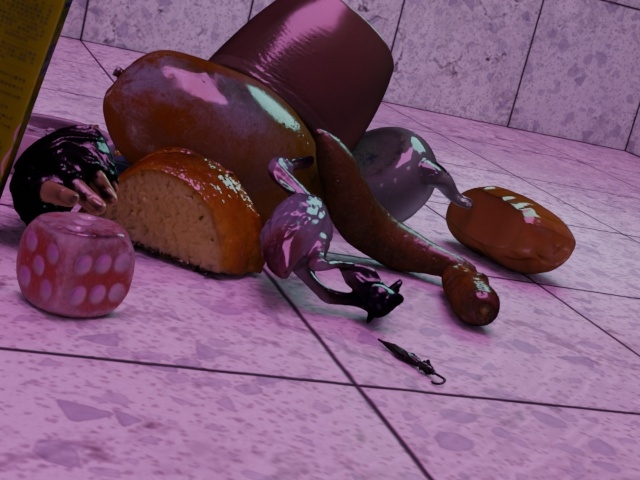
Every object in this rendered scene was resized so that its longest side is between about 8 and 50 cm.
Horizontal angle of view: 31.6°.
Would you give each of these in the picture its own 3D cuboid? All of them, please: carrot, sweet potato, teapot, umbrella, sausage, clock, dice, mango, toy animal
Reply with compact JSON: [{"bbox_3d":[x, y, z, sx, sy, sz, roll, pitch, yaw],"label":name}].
[{"bbox_3d":[0.197,0.070,1.537,0.060,0.060,0.186,12,11,-10],"label":"carrot"},{"bbox_3d":[0.092,-0.018,1.641,0.346,0.108,0.079,40,51,-12],"label":"sweet potato"},{"bbox_3d":[0.105,-0.100,1.907,0.294,0.129,0.193,-1,42,34],"label":"teapot"},{"bbox_3d":[0.104,0.135,1.277,0.022,0.013,0.122,-18,29,-26],"label":"umbrella"},{"bbox_3d":[0.310,-0.021,1.876,0.136,0.120,0.241,22,5,-40],"label":"sausage"},{"bbox_3d":[-0.419,-0.143,1.747,0.197,0.068,0.197,13,13,-3],"label":"clock"},{"bbox_3d":[-0.257,0.024,1.187,0.091,0.094,0.093,26,20,39],"label":"dice"},{"bbox_3d":[-0.135,-0.132,1.629,0.384,0.199,0.221,37,36,-16],"label":"mango"},{"bbox_3d":[-0.021,-0.013,1.445,0.195,0.090,0.324,14,33,-44],"label":"toy animal"}]

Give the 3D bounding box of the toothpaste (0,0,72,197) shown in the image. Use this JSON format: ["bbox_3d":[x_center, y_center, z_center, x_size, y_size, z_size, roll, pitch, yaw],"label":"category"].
[{"bbox_3d":[-0.379,-0.161,1.326,0.077,0.327,0.110,21,11,-10],"label":"toothpaste"}]

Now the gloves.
[{"bbox_3d":[-0.313,-0.070,1.383,0.124,0.164,0.203,33,-8,-15],"label":"gloves"}]

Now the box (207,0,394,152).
[{"bbox_3d":[-0.033,-0.256,1.831,0.301,0.216,0.301,34,-17,11],"label":"box"}]

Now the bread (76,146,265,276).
[{"bbox_3d":[-0.185,-0.050,1.470,0.260,0.134,0.129,18,15,16],"label":"bread"}]

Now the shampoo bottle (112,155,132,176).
[{"bbox_3d":[-0.271,-0.102,1.742,0.104,0.061,0.258,17,14,11],"label":"shampoo bottle"}]

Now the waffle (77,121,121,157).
[{"bbox_3d":[-0.371,-0.164,1.914,0.194,0.051,0.149,18,16,19],"label":"waffle"}]
